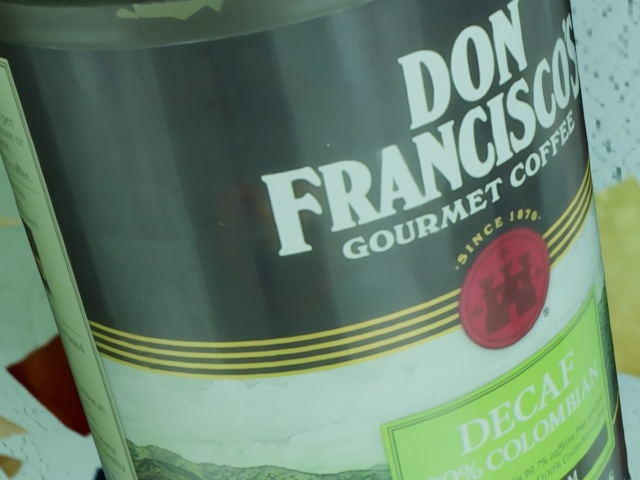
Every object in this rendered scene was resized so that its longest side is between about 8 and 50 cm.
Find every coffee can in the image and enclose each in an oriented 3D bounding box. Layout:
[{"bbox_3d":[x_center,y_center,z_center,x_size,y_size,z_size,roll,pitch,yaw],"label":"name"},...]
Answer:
[{"bbox_3d":[0.000,0.000,0.585,0.202,0.201,0.275,5,124,29],"label":"coffee can"}]
